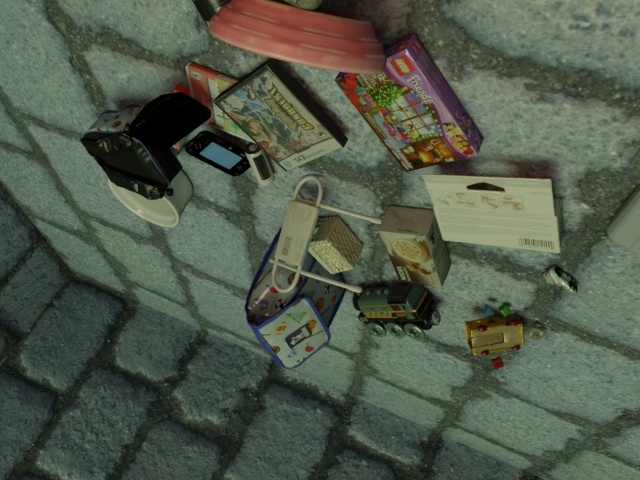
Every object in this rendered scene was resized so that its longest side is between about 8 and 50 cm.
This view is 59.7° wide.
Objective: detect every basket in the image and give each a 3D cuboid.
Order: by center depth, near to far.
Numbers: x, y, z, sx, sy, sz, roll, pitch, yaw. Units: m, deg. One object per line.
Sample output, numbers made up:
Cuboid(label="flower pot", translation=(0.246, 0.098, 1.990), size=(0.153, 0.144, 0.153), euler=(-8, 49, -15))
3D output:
Cuboid(label="basket", translation=(0.043, 0.013, 1.765), size=(0.103, 0.113, 0.167), euler=(-8, 136, 44))

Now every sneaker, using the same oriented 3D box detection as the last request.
Cuboid(label="sneaker", translation=(0.638, 0.110, 1.500), size=(0.098, 0.038, 0.069), euler=(43, 151, -7))

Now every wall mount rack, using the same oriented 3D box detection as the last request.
Cuboid(label="wall mount rack", translation=(0.000, 0.000, 1.611), size=(0.304, 0.350, 0.130), euler=(18, -177, 42))

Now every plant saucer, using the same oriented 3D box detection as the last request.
Cuboid(label="plant saucer", translation=(-0.033, -0.389, 1.027), size=(0.332, 0.332, 0.084), euler=(20, 116, 14))

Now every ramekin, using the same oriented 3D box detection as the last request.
Cuboid(label="ramekin", translation=(-0.584, -0.184, 1.954), size=(0.277, 0.135, 0.277), euler=(21, 150, 13))

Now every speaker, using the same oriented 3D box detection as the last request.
Cuboid(label="speaker", translation=(-0.177, -0.223, 1.628), size=(0.055, 0.055, 0.136), euler=(14, 148, 23))

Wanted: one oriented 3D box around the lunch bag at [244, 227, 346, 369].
Cuboid(label="lunch bag", translation=(-0.085, 0.213, 1.914), size=(0.238, 0.386, 0.328), euler=(11, 146, 28))

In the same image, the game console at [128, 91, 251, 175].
Cuboid(label="game console", translation=(-0.332, -0.281, 1.553), size=(0.213, 0.044, 0.361), euler=(-24, 146, 37))

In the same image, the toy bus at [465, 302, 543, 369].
Cuboid(label="toy bus", translation=(0.562, 0.292, 1.781), size=(0.202, 0.191, 0.104), euler=(34, -166, -10))

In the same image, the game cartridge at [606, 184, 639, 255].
Cuboid(label="game cartridge", translation=(0.779, -0.010, 1.168), size=(0.294, 0.060, 0.196), euler=(21, 155, 12))

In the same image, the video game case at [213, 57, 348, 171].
Cuboid(label="video game case", translation=(-0.103, -0.302, 1.406), size=(0.275, 0.035, 0.248), euler=(42, 148, -26))

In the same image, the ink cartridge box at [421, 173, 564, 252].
Cuboid(label="ink cartridge box", translation=(0.416, -0.085, 1.337), size=(0.296, 0.066, 0.261), euler=(7, 145, 32))

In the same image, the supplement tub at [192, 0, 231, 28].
Cuboid(label="supplement tub", translation=(-0.218, -0.527, 1.106), size=(0.117, 0.117, 0.190), euler=(8, 146, 32))

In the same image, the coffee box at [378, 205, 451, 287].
Cuboid(label="coffee box", translation=(0.274, 0.021, 1.593), size=(0.141, 0.098, 0.247), euler=(9, 146, 30))

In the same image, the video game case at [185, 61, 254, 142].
Cuboid(label="video game case", translation=(-0.218, -0.349, 1.490), size=(0.285, 0.025, 0.204), euler=(22, 151, 10))

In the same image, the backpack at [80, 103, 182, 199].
Cuboid(label="backpack", translation=(-0.575, -0.290, 1.701), size=(0.263, 0.213, 0.277), euler=(5, 139, 21))

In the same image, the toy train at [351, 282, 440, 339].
Cuboid(label="toy train", translation=(0.255, 0.237, 1.939), size=(0.333, 0.142, 0.190), euler=(-8, 124, 49))

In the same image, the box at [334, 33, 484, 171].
Cuboid(label="box", translation=(0.194, -0.283, 1.212), size=(0.200, 0.057, 0.293), euler=(-9, 135, 47))

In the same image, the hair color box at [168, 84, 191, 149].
Cuboid(label="hair color box", translation=(-0.405, -0.347, 1.581), size=(0.053, 0.093, 0.167), euler=(25, 151, 5))

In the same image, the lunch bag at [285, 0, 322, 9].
Cuboid(label="lunch bag", translation=(-0.060, -0.547, 0.846), size=(0.305, 0.213, 0.256), euler=(28, 137, -7))
